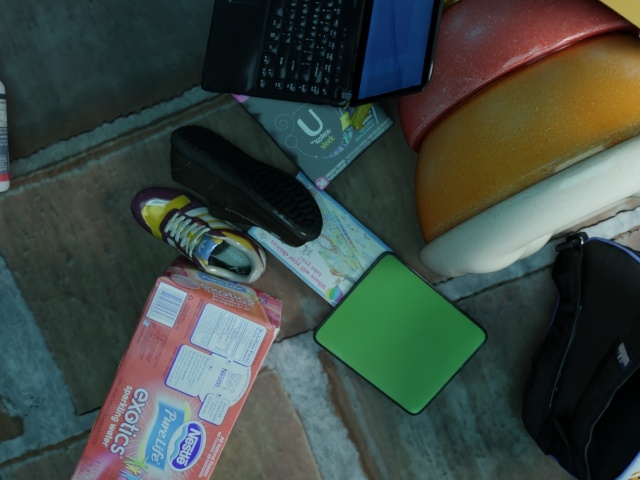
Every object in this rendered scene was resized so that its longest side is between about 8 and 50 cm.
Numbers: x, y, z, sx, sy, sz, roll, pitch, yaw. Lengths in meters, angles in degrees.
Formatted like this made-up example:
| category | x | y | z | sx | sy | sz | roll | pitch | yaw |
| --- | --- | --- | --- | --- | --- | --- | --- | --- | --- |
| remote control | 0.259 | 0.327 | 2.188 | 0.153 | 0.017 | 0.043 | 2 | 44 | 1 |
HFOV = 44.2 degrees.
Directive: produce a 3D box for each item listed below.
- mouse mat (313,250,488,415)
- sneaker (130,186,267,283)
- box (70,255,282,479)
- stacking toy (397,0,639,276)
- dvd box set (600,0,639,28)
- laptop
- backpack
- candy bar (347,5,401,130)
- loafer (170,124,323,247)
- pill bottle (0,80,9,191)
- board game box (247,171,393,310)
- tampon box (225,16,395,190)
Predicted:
| category | x | y | z | sx | sy | sz | roll | pitch | yaw |
| --- | --- | --- | --- | --- | --- | --- | --- | --- | --- |
| mouse mat | 0.104 | 0.122 | 1.009 | 0.189 | 0.007 | 0.152 | 39 | 97 | -16 |
| sneaker | -0.149 | -0.008 | 0.961 | 0.185 | 0.084 | 0.070 | 26 | 98 | -4 |
| box | -0.173 | 0.190 | 0.963 | 0.154 | 0.142 | 0.300 | 23 | 99 | -4 |
| stacking toy | 0.182 | -0.228 | 0.849 | 0.350 | 0.350 | 0.480 | -25 | 83 | 4 |
| dvd box set | 0.294 | -0.296 | 0.746 | 0.420 | 0.308 | 0.062 | 20 | 135 | -29 |
| laptop | 0.000 | -0.264 | 0.792 | 0.264 | 0.136 | 0.234 | 9 | 89 | 11 |
| backpack | 0.366 | 0.157 | 0.917 | 0.213 | 0.276 | 0.263 | 23 | 102 | -17 |
| candy bar | 0.063 | -0.185 | 0.821 | 0.018 | 0.040 | 0.161 | 9 | 129 | -22 |
| loafer | -0.093 | -0.056 | 0.952 | 0.220 | 0.080 | 0.078 | 36 | 126 | 16 |
| pill bottle | -0.427 | -0.147 | 0.928 | 0.108 | 0.108 | 0.180 | 0 | 99 | 0 |
| board game box | 0.000 | 0.000 | 0.992 | 0.154 | 0.026 | 0.103 | 41 | 96 | -6 |
| tampon box | -0.011 | -0.159 | 0.929 | 0.120 | 0.101 | 0.161 | -43 | 97 | 6 |
